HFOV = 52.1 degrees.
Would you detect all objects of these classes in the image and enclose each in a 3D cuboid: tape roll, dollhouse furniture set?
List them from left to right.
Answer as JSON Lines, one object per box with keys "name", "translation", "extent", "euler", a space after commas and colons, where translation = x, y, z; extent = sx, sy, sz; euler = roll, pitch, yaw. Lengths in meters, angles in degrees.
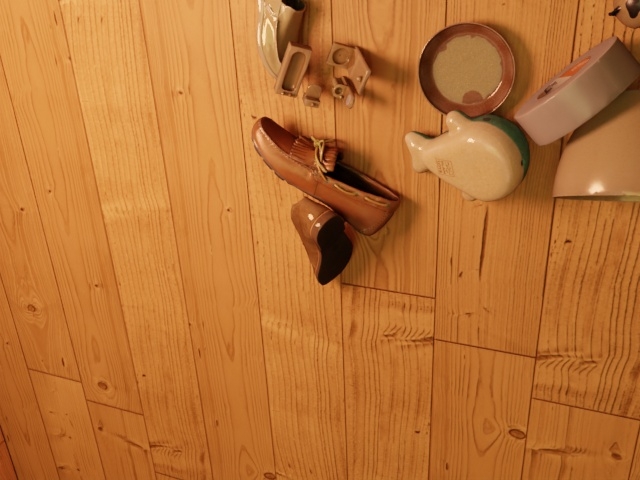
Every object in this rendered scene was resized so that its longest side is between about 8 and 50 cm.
{"name": "dollhouse furniture set", "translation": [0.001, -0.341, 1.392], "extent": [0.151, 0.123, 0.144], "euler": [9, 127, -21]}
{"name": "tape roll", "translation": [0.466, -0.271, 1.196], "extent": [0.072, 0.219, 0.219], "euler": [49, 124, -5]}

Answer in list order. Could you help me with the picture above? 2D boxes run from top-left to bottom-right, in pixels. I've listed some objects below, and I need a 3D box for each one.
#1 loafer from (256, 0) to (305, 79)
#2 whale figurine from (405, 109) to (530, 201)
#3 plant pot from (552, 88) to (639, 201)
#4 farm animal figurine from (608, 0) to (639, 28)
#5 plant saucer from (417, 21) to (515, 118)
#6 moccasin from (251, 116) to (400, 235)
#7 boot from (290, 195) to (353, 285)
{"name": "loafer", "translation": [-0.081, -0.479, 1.412], "extent": [0.092, 0.102, 0.268], "euler": [7, 117, 28]}
{"name": "whale figurine", "translation": [0.312, -0.187, 1.380], "extent": [0.272, 0.141, 0.216], "euler": [14, 136, 45]}
{"name": "plant pot", "translation": [0.576, -0.169, 1.191], "extent": [0.284, 0.284, 0.190], "euler": [3, 93, 23]}
{"name": "farm animal figurine", "translation": [0.606, -0.454, 1.042], "extent": [0.327, 0.172, 0.330], "euler": [-40, 81, 42]}
{"name": "plant saucer", "translation": [0.300, -0.348, 1.344], "extent": [0.199, 0.036, 0.198], "euler": [10, 118, 19]}
{"name": "moccasin", "translation": [0.011, -0.166, 1.505], "extent": [0.380, 0.139, 0.147], "euler": [38, 123, 2]}
{"name": "boot", "translation": [0.000, 0.000, 1.580], "extent": [0.115, 0.112, 0.305], "euler": [41, 160, 27]}
